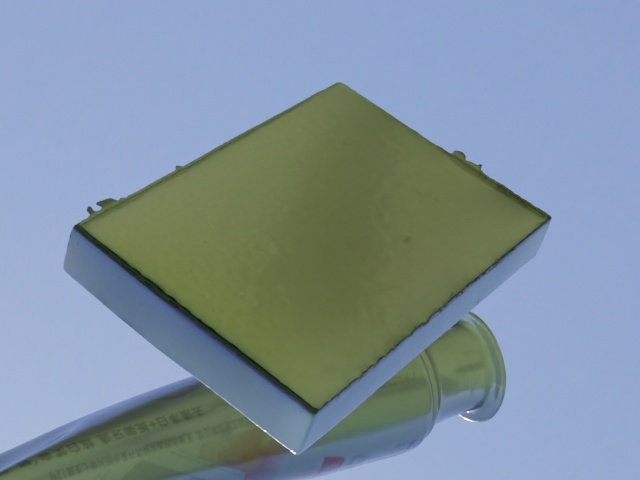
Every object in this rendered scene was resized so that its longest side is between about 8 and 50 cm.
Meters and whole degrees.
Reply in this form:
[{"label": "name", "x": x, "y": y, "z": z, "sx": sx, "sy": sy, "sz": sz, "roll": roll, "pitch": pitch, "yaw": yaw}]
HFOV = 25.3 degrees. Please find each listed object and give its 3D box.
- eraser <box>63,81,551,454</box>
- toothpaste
[{"label": "eraser", "x": 0.000, "y": 0.000, "z": 0.489, "sx": 0.104, "sy": 0.023, "sz": 0.150, "roll": 35, "pitch": -139, "yaw": 19}, {"label": "toothpaste", "x": -0.059, "y": 0.090, "z": 0.635, "sx": 0.323, "sy": 0.100, "sz": 0.066, "roll": -11, "pitch": -93, "yaw": -31}]
